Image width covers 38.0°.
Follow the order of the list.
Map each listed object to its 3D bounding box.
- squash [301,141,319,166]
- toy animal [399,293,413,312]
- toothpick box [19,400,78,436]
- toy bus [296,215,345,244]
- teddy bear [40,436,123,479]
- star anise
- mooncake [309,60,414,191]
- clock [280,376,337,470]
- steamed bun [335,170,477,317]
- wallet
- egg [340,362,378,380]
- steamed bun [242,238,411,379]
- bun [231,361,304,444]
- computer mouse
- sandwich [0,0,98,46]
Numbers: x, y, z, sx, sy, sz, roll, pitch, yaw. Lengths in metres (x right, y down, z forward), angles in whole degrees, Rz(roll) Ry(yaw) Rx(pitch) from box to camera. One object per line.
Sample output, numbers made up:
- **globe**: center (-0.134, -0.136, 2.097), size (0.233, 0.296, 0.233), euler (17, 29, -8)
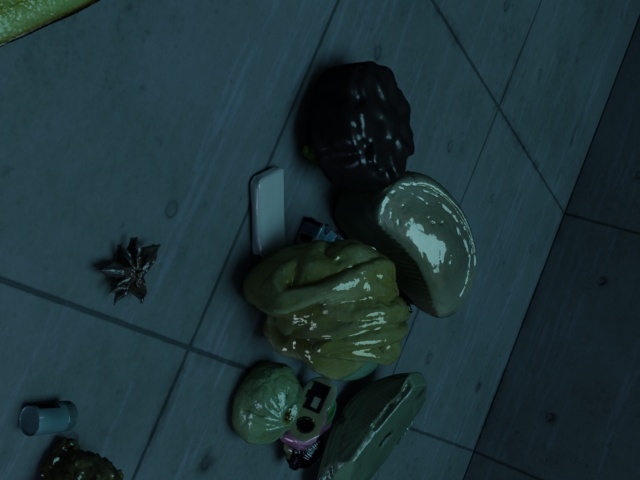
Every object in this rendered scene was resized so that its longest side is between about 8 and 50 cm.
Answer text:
- **squash**: center (0.025, -0.178, 2.037), size (0.201, 0.066, 0.066), euler (12, 95, -55)
- **toy animal**: center (0.118, 0.119, 2.253), size (0.116, 0.218, 0.179), euler (-65, -169, 3)
- **toothpick box**: center (-0.448, 0.293, 1.531), size (0.083, 0.052, 0.052), euler (6, 101, -58)
- **toy bus**: center (0.000, 0.000, 2.099), size (0.123, 0.060, 0.075), euler (33, 82, -57)
- **teddy bear**: center (-0.404, 0.508, 1.531), size (0.246, 0.296, 0.222), euler (31, 103, -30)
- **star anise**: center (-0.333, 0.053, 1.584), size (0.129, 0.056, 0.124), euler (12, 96, -60)
- **mooncake**: center (0.100, -0.246, 1.980), size (0.283, 0.141, 0.283), euler (11, 77, -55)
- **clock**: center (-0.025, 0.447, 2.248), size (0.195, 0.100, 0.194), euler (98, 18, -52)
- **steamed bun**: center (0.230, -0.018, 2.189), size (0.236, 0.247, 0.383), euler (-46, 117, -16)
- **wallet**: center (-0.107, -0.055, 1.919), size (0.095, 0.033, 0.190), euler (-30, 130, -47)
- **egg**: center (0.063, 0.253, 2.229), size (0.231, 0.168, 0.168), euler (10, 97, -55)
- **steamed bun**: center (0.022, 0.158, 1.960), size (0.372, 0.324, 0.230), euler (65, 17, -52)
- **bun**: center (-0.106, 0.367, 2.071), size (0.195, 0.118, 0.195), euler (-37, 135, -49)
- **computer mouse**: center (0.116, 0.507, 2.490), size (0.429, 0.145, 0.228), euler (-50, 153, -13)
- **sandwich**: center (-0.398, -0.330, 1.248), size (0.244, 0.088, 0.090), euler (-38, 128, -38)
